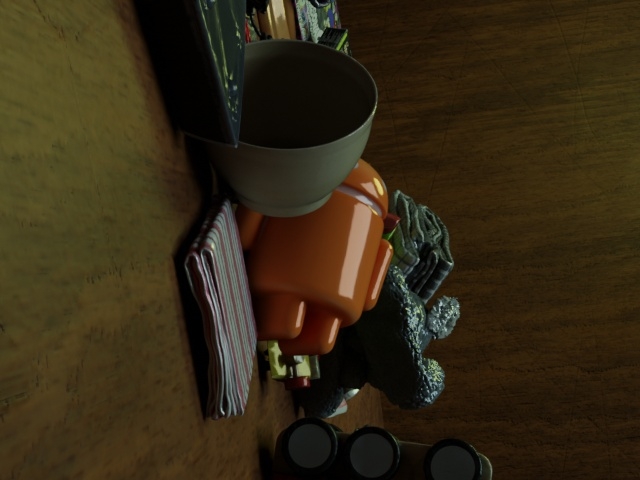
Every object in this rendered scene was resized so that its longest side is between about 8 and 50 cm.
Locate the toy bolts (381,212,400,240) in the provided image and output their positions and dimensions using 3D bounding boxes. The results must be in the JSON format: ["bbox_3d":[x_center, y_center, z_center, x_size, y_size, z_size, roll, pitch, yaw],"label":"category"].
[{"bbox_3d":[0.000,0.000,1.611,0.218,0.158,0.228,-55,176,-12],"label":"toy bolts"}]

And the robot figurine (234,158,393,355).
[{"bbox_3d":[-0.006,0.001,1.105,0.128,0.158,0.219,96,9,-70],"label":"robot figurine"}]

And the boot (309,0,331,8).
[{"bbox_3d":[-0.021,-0.440,1.661,0.086,0.069,0.190,47,-22,43],"label":"boot"}]

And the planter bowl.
[{"bbox_3d":[-0.034,-0.091,1.006,0.162,0.162,0.109,-92,-176,-46],"label":"planter bowl"}]

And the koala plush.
[{"bbox_3d":[0.084,0.114,1.480,0.221,0.196,0.203,-3,84,-64],"label":"koala plush"}]

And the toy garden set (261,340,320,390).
[{"bbox_3d":[-0.039,0.075,1.277,0.244,0.049,0.203,64,18,-77],"label":"toy garden set"}]

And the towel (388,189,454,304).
[{"bbox_3d":[0.111,0.067,1.824,0.235,0.121,0.283,-54,-168,16],"label":"towel"}]

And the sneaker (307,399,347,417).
[{"bbox_3d":[0.008,0.208,1.570,0.134,0.051,0.070,20,68,-80],"label":"sneaker"}]

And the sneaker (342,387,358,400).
[{"bbox_3d":[0.031,0.213,1.904,0.065,0.061,0.158,51,18,-23],"label":"sneaker"}]

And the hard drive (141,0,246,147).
[{"bbox_3d":[-0.101,-0.212,0.932,0.254,0.054,0.172,-92,172,-46],"label":"hard drive"}]

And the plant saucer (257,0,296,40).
[{"bbox_3d":[-0.065,-0.350,1.622,0.200,0.037,0.200,-8,90,-85],"label":"plant saucer"}]

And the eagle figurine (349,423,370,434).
[{"bbox_3d":[0.107,0.483,1.809,0.298,0.225,0.226,51,-61,37],"label":"eagle figurine"}]

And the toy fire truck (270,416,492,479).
[{"bbox_3d":[0.048,0.308,1.100,0.158,0.217,0.246,61,37,-77],"label":"toy fire truck"}]

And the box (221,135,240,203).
[{"bbox_3d":[-0.073,-0.086,1.100,0.083,0.018,0.067,-60,149,-42],"label":"box"}]

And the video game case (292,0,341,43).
[{"bbox_3d":[-0.017,-0.370,1.882,0.210,0.042,0.232,-64,148,-54],"label":"video game case"}]

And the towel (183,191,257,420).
[{"bbox_3d":[-0.083,0.049,0.941,0.197,0.029,0.144,-88,170,-74],"label":"towel"}]

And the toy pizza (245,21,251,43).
[{"bbox_3d":[-0.085,-0.168,1.165,0.201,0.032,0.201,-7,90,-85],"label":"toy pizza"}]

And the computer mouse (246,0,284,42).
[{"bbox_3d":[-0.070,-0.303,1.261,0.184,0.060,0.262,144,-68,-82],"label":"computer mouse"}]

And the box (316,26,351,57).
[{"bbox_3d":[0.006,-0.216,1.823,0.184,0.045,0.190,74,33,-46],"label":"box"}]
